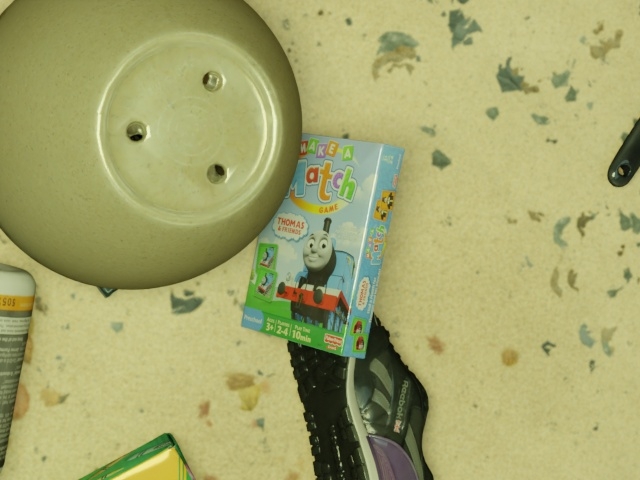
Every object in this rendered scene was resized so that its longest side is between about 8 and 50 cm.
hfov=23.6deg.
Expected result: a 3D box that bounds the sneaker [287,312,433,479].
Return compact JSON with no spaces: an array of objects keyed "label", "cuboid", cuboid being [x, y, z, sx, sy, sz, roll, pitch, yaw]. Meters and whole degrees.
[{"label":"sneaker","cuboid":[0.049,0.150,1.617,0.124,0.107,0.283,-4,86,-40]}]

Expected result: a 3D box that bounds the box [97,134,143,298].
[{"label":"box","cuboid":[-0.224,-0.081,1.563,0.159,0.044,0.233,-36,99,-7]}]

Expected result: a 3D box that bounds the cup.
[{"label":"cup","cuboid":[-0.150,-0.104,1.417,0.331,0.237,0.331,-2,97,-19]}]

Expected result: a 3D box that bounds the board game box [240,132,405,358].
[{"label":"board game box","cuboid":[0.000,0.000,1.555,0.039,0.160,0.212,11,90,-42]}]

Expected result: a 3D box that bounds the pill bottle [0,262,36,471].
[{"label":"pill bottle","cuboid":[-0.377,0.153,1.488,0.162,0.162,0.279,11,90,-11]}]

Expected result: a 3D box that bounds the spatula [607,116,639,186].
[{"label":"spatula","cuboid":[0.401,-0.181,1.684,0.084,0.030,0.296,35,86,-13]}]

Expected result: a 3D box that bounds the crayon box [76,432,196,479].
[{"label":"crayon box","cuboid":[-0.237,0.336,1.564,0.278,0.081,0.165,-28,98,-8]}]
